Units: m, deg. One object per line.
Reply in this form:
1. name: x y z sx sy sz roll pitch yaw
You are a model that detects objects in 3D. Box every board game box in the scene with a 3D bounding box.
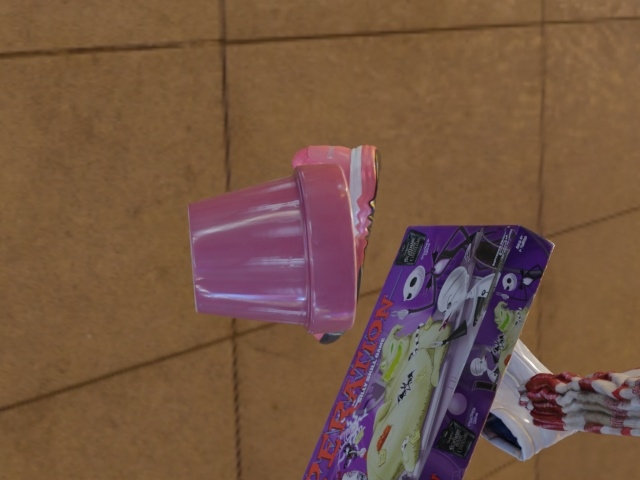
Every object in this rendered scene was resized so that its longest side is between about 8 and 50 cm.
1. board game box: 0.079 0.149 1.072 0.056 0.208 0.346 26 80 -17

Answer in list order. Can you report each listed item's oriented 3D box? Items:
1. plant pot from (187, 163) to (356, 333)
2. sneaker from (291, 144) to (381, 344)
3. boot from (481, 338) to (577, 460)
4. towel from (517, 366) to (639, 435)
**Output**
1. plant pot: -0.060 0.014 1.365 0.180 0.201 0.201 -5 103 -7
2. sneaker: 0.000 -0.001 1.656 0.116 0.136 0.313 -76 176 -62
3. boot: 0.247 0.205 1.689 0.123 0.258 0.095 -26 135 -25
4. towel: 0.246 0.059 0.619 0.329 0.237 0.037 102 -24 -81
